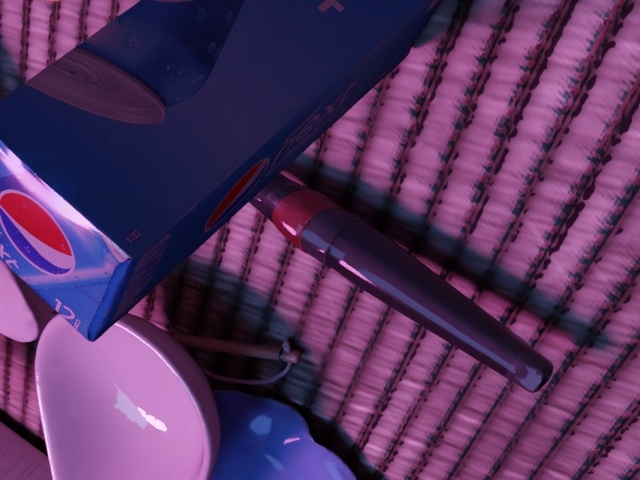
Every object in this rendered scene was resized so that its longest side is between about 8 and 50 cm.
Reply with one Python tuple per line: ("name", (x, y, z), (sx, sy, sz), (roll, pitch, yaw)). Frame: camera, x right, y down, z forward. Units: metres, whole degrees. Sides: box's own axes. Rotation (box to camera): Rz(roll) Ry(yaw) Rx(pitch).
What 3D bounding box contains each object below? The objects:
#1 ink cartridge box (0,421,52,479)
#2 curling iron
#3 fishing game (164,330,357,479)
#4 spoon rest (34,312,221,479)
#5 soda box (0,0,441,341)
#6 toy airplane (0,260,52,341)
("ink cartridge box", (-0.350, 0.229, 1.231), (0.307, 0.072, 0.303), (31, 142, 19))
("curling iron", (0.000, 0.000, 0.686), (0.274, 0.035, 0.068), (28, 145, 24))
("fishing game", (-0.035, 0.165, 0.882), (0.189, 0.041, 0.264), (5, 123, 33))
("spoon rest", (-0.121, 0.158, 0.856), (0.137, 0.084, 0.276), (22, 132, 25))
("soda box", (-0.035, -0.061, 0.510), (0.071, 0.210, 0.067), (42, 144, 5))
("toy airplane", (-0.373, 0.016, 0.871), (0.386, 0.272, 0.384), (43, 144, 4))
